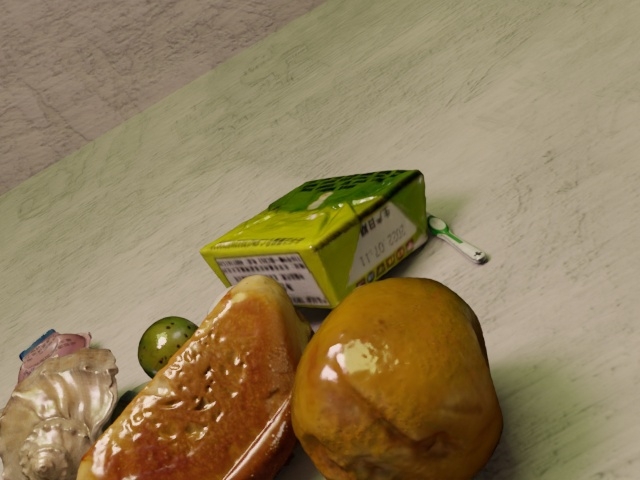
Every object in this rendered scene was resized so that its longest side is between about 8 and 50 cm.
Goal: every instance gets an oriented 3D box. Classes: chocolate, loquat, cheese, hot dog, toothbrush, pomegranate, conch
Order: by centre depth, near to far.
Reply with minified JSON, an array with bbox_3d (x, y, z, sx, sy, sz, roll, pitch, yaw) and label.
[{"bbox_3d":[0.090,0.181,1.302,0.276,0.276,0.283,-23,39,19],"label":"loquat"},{"bbox_3d":[-0.139,0.255,1.485,0.405,0.223,0.185,-50,-9,-10],"label":"hot dog"},{"bbox_3d":[-0.426,0.283,1.745,0.263,0.186,0.324,-55,23,9],"label":"conch"},{"bbox_3d":[0.203,-0.021,1.793,0.030,0.030,0.304,-35,27,-5],"label":"toothbrush"},{"bbox_3d":[0.000,0.000,1.805,0.301,0.137,0.289,-3,25,47],"label":"chocolate"},{"bbox_3d":[-0.255,0.196,1.834,0.130,0.130,0.130,-25,27,14],"label":"pomegranate"},{"bbox_3d":[-0.545,0.239,2.114,0.189,0.074,0.286,-40,24,-15],"label":"cheese"}]

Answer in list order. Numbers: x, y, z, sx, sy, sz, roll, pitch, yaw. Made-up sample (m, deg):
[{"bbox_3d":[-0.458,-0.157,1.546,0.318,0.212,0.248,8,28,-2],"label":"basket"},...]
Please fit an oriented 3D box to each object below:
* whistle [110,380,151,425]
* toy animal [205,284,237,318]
[{"bbox_3d":[-0.262,0.291,1.732,0.258,0.067,0.126,6,48,48],"label":"whistle"},{"bbox_3d":[-0.113,0.146,1.704,0.138,0.179,0.166,8,53,33],"label":"toy animal"}]
